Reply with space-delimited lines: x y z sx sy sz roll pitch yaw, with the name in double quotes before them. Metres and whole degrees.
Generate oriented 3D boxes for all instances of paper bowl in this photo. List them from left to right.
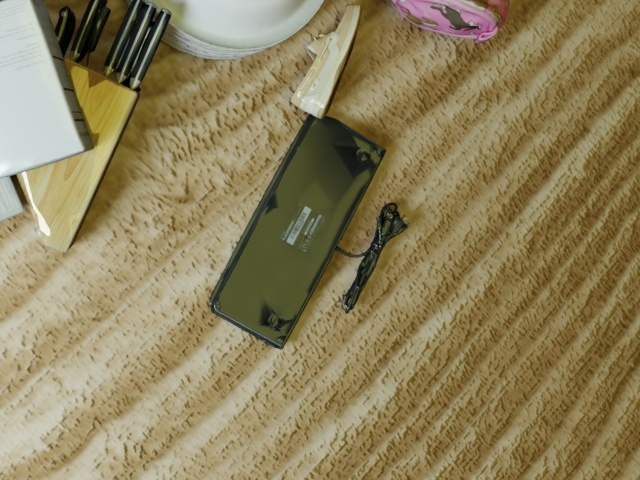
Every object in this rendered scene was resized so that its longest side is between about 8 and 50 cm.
"paper bowl" -0.114 -0.379 1.422 0.284 0.148 0.284 0 89 -24

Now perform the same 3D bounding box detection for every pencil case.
"pencil case" 0.220 -0.469 1.557 0.160 0.167 0.386 27 79 -53

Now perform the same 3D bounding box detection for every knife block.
"knife block" -0.263 -0.152 1.358 0.242 0.088 0.275 -21 98 -3

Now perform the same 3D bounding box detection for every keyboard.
"keyboard" 0.000 0.000 1.533 0.201 0.033 0.317 31 80 -13

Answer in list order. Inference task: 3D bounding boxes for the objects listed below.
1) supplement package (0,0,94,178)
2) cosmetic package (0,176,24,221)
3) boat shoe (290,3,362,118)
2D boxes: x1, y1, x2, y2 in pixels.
"supplement package" -0.334 -0.169 1.249 0.105 0.105 0.179 -18 97 -3
"cosmetic package" -0.479 -0.043 1.297 0.238 0.107 0.127 -23 99 -18
"boat shoe" 0.008 -0.251 1.519 0.059 0.063 0.170 20 76 3
